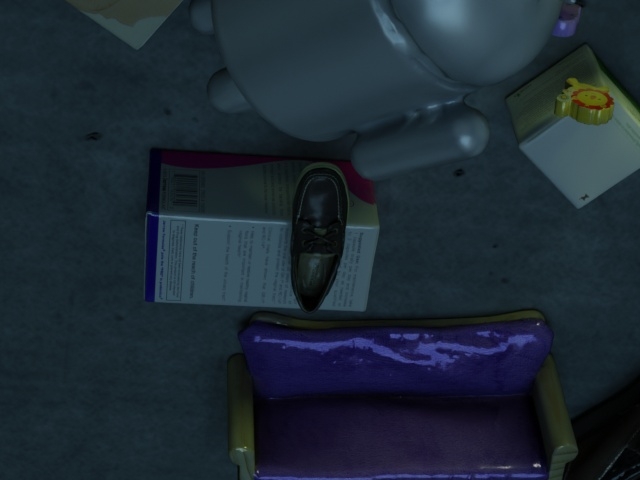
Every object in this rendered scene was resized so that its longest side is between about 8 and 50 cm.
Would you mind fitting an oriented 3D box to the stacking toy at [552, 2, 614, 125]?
[{"bbox_3d":[0.161,-0.204,1.329,0.221,0.052,0.167,17,129,21],"label":"stacking toy"}]

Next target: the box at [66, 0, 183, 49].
[{"bbox_3d":[-0.227,-0.313,1.228,0.311,0.121,0.148,33,118,-25],"label":"box"}]

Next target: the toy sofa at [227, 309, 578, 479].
[{"bbox_3d":[0.082,0.189,1.612,0.362,0.150,0.177,0,128,-4],"label":"toy sofa"}]

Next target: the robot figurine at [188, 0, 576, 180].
[{"bbox_3d":[0.052,-0.202,1.239,0.353,0.199,0.300,-15,90,40],"label":"robot figurine"}]

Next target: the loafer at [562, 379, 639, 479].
[{"bbox_3d":[0.403,0.212,1.662,0.133,0.130,0.366,33,118,-25],"label":"loafer"}]

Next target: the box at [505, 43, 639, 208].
[{"bbox_3d":[0.248,-0.108,1.435,0.102,0.087,0.101,-35,122,21],"label":"box"}]

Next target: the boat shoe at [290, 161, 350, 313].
[{"bbox_3d":[0.000,0.000,1.385,0.056,0.049,0.152,-1,126,-3],"label":"boat shoe"}]

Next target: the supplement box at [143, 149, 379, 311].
[{"bbox_3d":[-0.060,-0.010,1.475,0.220,0.111,0.114,2,127,-5],"label":"supplement box"}]
